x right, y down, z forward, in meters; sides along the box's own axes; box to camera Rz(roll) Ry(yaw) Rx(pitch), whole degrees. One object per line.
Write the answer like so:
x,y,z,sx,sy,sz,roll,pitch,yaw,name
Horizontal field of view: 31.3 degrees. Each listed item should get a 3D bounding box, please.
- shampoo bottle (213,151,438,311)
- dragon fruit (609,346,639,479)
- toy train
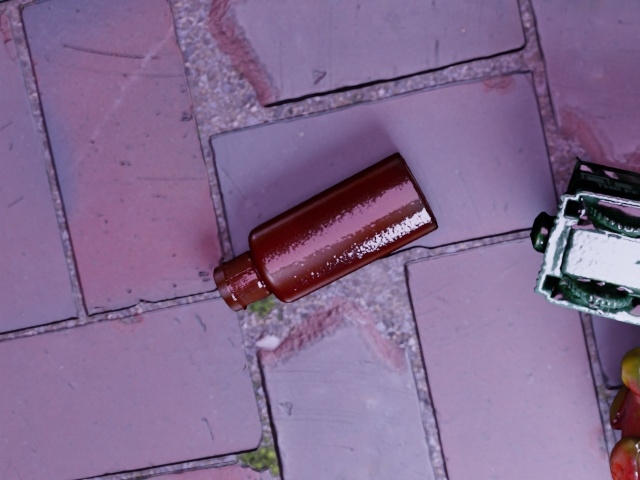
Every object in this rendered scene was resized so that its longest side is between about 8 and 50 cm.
0.000,0.000,1.329,0.260,0.064,0.102,-27,93,11,shampoo bottle
0.425,0.244,1.188,0.307,0.227,0.243,56,145,32,dragon fruit
0.386,0.010,1.208,0.330,0.178,0.139,13,114,4,toy train
